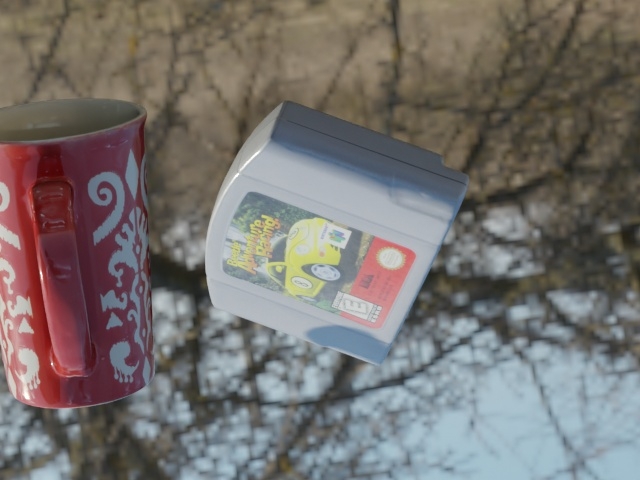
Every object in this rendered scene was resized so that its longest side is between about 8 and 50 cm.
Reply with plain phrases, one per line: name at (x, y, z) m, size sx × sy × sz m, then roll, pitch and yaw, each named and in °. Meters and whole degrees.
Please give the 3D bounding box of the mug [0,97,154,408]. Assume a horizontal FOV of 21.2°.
mug at (-0.161, 0.013, 1.021) m, size 0.113 × 0.169 × 0.150 m, roll 3°, pitch -161°, yaw 21°

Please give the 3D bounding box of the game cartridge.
game cartridge at (0.000, 0.000, 1.506) m, size 0.196 × 0.060 × 0.294 m, roll 23°, pitch 146°, yaw 2°
